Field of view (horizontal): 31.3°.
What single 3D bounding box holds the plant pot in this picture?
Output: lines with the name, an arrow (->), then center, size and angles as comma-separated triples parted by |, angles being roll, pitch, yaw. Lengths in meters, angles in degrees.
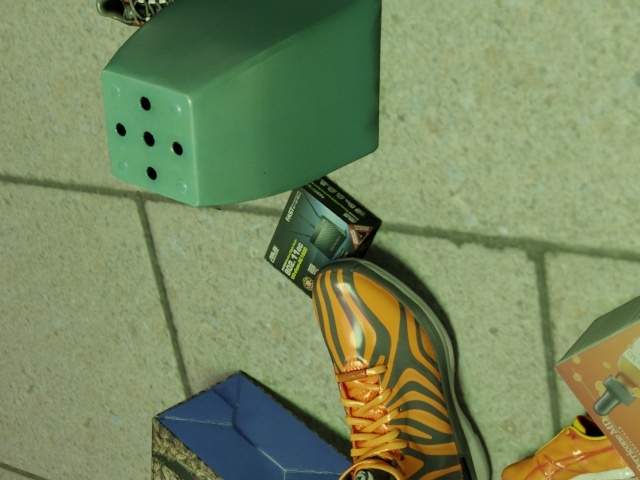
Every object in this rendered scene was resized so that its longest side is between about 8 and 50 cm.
plant pot -> -0.077, -0.132, 1.048 | 0.166, 0.234, 0.165 | 19, 126, 30

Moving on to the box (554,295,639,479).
box -> 0.312, 0.106, 0.968 | 0.130, 0.091, 0.170 | 52, 135, 2

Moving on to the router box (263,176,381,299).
router box -> 0.000, 0.000, 1.202 | 0.092, 0.038, 0.122 | 39, 134, 16

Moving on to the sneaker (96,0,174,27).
sneaker -> -0.168, -0.238, 1.182 | 0.158, 0.065, 0.061 | 9, 120, 37

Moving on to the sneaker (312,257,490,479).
sneaker -> 0.062, 0.184, 1.142 | 0.125, 0.180, 0.321 | -18, 108, 38

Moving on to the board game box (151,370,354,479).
board game box -> -0.083, 0.351, 1.380 | 0.232, 0.141, 0.291 | 34, 133, 35

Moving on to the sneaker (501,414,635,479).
sneaker -> 0.248, 0.207, 1.115 | 0.175, 0.064, 0.067 | -26, 77, 40
